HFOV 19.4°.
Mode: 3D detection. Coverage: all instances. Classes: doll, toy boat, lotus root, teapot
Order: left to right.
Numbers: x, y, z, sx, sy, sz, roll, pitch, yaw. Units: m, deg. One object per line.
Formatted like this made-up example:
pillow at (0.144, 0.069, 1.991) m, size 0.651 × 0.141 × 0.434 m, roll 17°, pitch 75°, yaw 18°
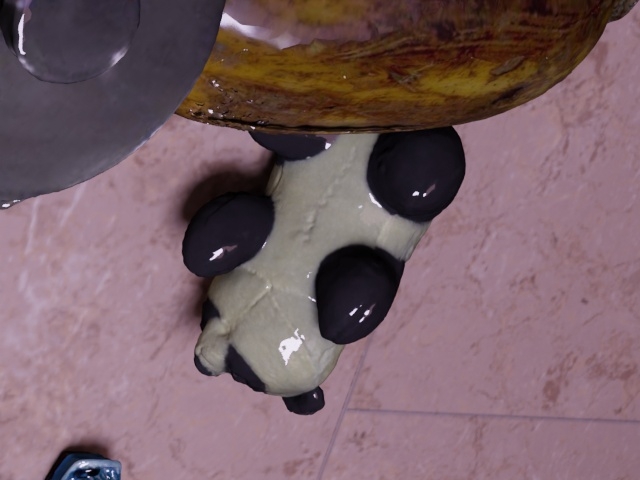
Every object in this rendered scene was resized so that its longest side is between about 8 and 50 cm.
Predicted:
teapot at (-0.185, -0.178, 0.866) m, size 0.200 × 0.337 × 0.270 m, roll 5°, pitch 109°, yaw -40°
toy boat at (-0.170, 0.209, 1.280) m, size 0.060 × 0.061 × 0.137 m, roll 10°, pitch 108°, yaw -41°
doll at (0.002, -0.001, 1.245) m, size 0.234 × 0.143 × 0.135 m, roll -61°, pitch 163°, yaw -7°
lotus root at (0.034, -0.167, 1.135) m, size 0.397 × 0.196 × 0.179 m, roll -3°, pitch 154°, yaw -32°
